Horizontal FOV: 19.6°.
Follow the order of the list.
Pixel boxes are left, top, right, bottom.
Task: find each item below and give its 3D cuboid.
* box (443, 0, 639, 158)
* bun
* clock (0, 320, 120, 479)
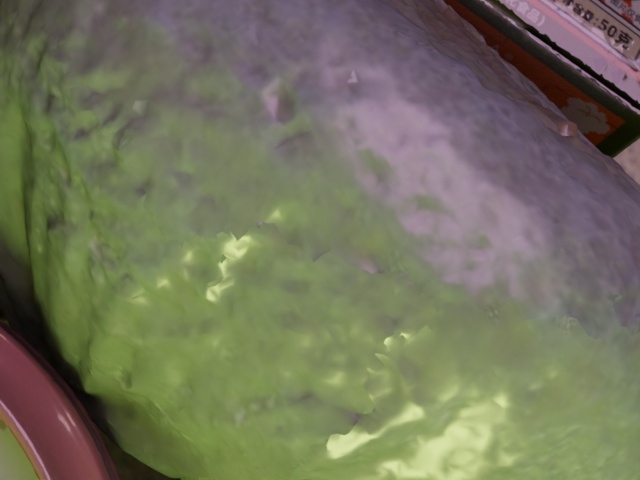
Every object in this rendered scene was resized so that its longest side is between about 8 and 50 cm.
[{"bbox_3d":[0.092,-0.148,0.923,0.195,0.148,0.177,36,60,-7],"label":"box"},{"bbox_3d":[0.000,0.000,0.744,0.362,0.362,0.211,43,96,-3],"label":"bun"},{"bbox_3d":[-0.187,0.126,0.692,0.244,0.056,0.244,1,96,11],"label":"clock"}]
